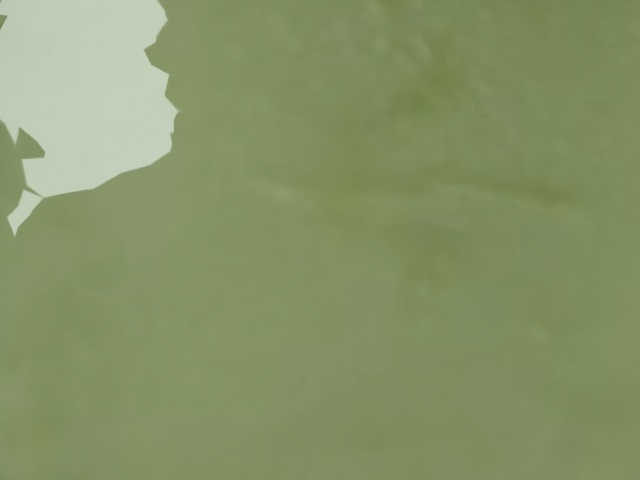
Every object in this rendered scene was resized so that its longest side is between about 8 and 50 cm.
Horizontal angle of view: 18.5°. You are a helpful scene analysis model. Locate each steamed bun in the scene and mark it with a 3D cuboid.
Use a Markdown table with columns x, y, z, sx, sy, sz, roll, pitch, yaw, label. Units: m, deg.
| x | y | z | sx | sy | sz | roll | pitch | yaw | label |
| --- | --- | --- | --- | --- | --- | --- | --- | --- | --- |
| 0.000 | 0.000 | 0.566 | 0.371 | 0.290 | 0.456 | 2 | 83 | -23 | steamed bun |
